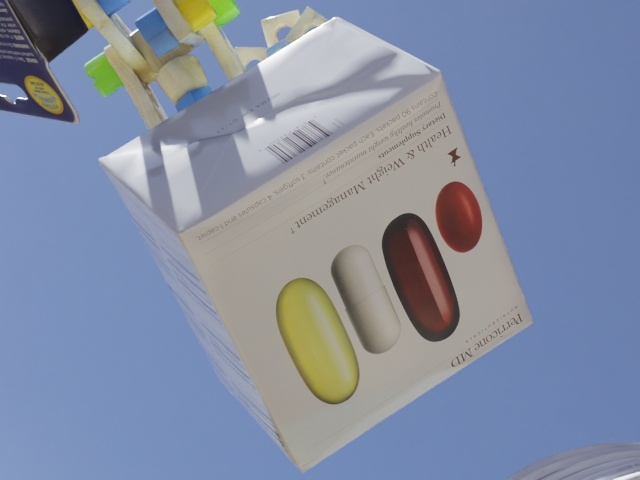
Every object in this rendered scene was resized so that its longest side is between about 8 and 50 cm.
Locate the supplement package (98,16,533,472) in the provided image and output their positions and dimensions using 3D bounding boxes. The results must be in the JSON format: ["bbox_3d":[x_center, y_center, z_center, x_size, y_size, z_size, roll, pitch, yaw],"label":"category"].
[{"bbox_3d":[0.000,0.000,1.036,0.149,0.194,0.203,40,-21,55],"label":"supplement package"}]

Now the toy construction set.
[{"bbox_3d":[-0.066,-0.099,1.210,0.151,0.328,0.215,-36,-100,19],"label":"toy construction set"}]

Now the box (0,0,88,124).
[{"bbox_3d":[-0.200,-0.162,0.801,0.136,0.036,0.225,13,-41,49],"label":"box"}]

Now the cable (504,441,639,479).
[{"bbox_3d":[0.156,0.219,0.694,0.257,0.257,0.089,34,-10,-10],"label":"cable"}]
